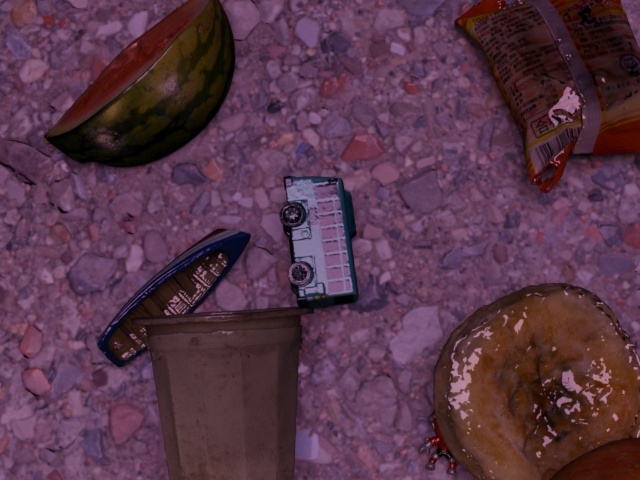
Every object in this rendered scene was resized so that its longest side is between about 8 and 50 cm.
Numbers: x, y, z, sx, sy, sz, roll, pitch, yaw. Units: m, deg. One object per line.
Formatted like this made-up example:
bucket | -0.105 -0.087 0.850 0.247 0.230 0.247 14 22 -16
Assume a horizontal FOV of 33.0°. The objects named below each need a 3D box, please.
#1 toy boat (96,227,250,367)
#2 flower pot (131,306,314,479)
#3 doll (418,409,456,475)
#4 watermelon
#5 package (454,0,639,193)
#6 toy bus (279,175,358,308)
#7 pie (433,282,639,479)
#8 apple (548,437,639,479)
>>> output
toy boat | -0.180 0.060 1.327 0.229 0.080 0.046 -44 44 -10
flower pot | -0.110 0.177 1.240 0.212 0.212 0.203 -1 90 0
doll | 0.154 0.221 1.293 0.057 0.039 0.114 2 73 31
watermelon | -0.196 -0.188 1.388 0.303 0.159 0.128 -46 118 -9
package | 0.322 -0.219 1.374 0.223 0.108 0.288 -18 73 -6
toy bus | 0.000 0.000 1.332 0.091 0.079 0.160 -8 76 -1
pie | 0.264 0.179 1.277 0.274 0.055 0.274 2 82 -13
apple | 0.355 0.356 1.150 0.309 0.250 0.277 37 41 -9
